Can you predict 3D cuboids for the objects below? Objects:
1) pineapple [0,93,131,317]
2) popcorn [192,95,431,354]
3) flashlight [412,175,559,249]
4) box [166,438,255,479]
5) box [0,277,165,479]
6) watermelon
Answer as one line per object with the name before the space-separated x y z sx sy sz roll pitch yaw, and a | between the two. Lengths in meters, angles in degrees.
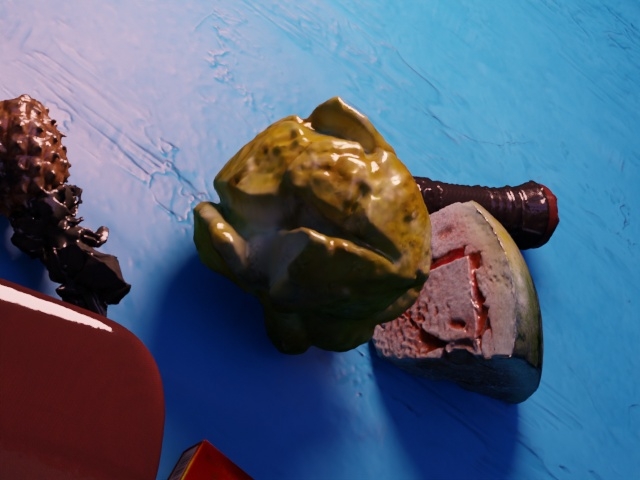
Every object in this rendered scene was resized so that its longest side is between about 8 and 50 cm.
pineapple | -0.271 -0.024 1.590 0.237 0.111 0.119 58 28 2
popcorn | 0.006 0.000 1.709 0.225 0.276 0.276 -45 99 -13
flashlight | 0.191 -0.038 2.004 0.232 0.093 0.093 5 64 -31
box | -0.122 0.298 1.576 0.112 0.048 0.175 41 47 -15
box | -0.329 0.147 1.448 0.404 0.108 0.263 24 53 -27
watermelon | 0.161 0.094 1.883 0.261 0.201 0.213 64 16 -64
